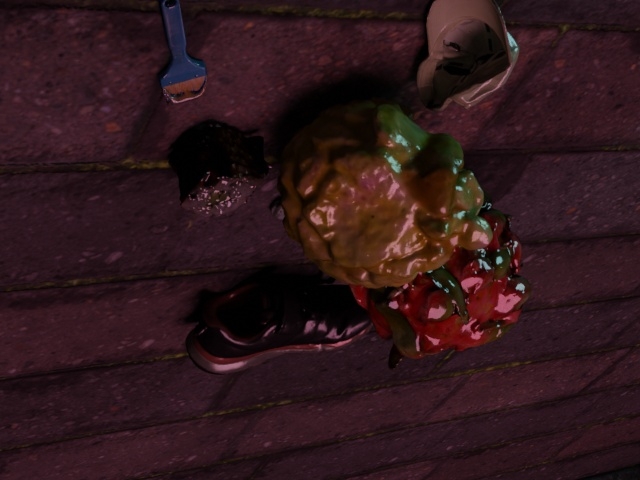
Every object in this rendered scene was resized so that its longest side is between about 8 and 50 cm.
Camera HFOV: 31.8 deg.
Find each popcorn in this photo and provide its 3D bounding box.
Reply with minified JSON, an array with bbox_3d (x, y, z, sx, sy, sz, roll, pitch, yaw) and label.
[{"bbox_3d":[0.077,-0.059,1.338,0.259,0.212,0.259,2,117,4],"label":"popcorn"}]

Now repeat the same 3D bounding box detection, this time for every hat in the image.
[{"bbox_3d":[0.165,-0.225,1.280,0.122,0.081,0.166,9,144,23],"label":"hat"}]

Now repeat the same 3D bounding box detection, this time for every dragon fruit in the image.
[{"bbox_3d":[0.160,0.041,1.559,0.237,0.231,0.302,-31,153,27],"label":"dragon fruit"}]

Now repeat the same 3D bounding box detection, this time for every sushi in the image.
[{"bbox_3d":[-0.118,-0.079,1.294,0.098,0.084,0.094,10,140,-42],"label":"sushi"}]

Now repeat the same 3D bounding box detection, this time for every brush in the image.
[{"bbox_3d":[-0.145,-0.195,1.142,0.051,0.014,0.164,-19,152,-9],"label":"brush"}]

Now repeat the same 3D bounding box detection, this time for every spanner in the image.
[{"bbox_3d":[0.000,0.000,1.597,0.071,0.017,0.302,-26,153,4],"label":"spanner"}]

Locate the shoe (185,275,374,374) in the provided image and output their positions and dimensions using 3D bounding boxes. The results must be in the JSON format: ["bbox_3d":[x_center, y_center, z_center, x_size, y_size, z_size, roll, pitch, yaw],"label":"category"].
[{"bbox_3d":[-0.057,0.103,1.649,0.290,0.114,0.137,-12,146,-13],"label":"shoe"}]
